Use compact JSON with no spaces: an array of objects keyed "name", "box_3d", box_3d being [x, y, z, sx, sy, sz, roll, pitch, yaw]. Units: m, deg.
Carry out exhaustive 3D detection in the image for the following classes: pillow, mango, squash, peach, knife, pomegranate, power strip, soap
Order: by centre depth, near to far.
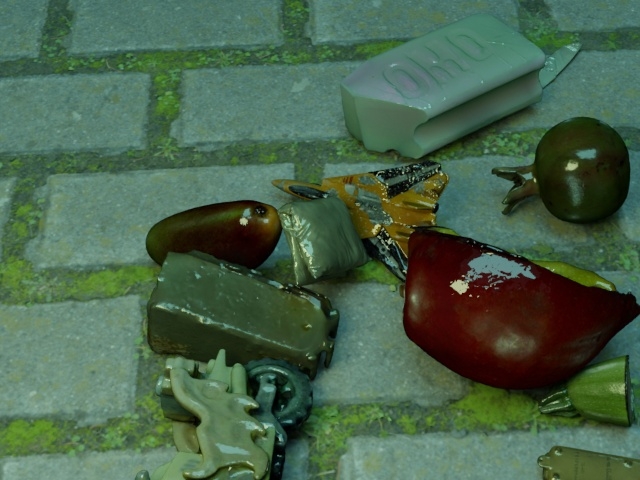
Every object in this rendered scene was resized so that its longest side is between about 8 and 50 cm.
[{"name":"power strip","box_3d":[0.450,0.338,1.374,0.305,0.044,0.064,8,49,10]},{"name":"squash","box_3d":[0.386,0.221,1.458,0.132,0.105,0.105,-5,47,22]},{"name":"peach","box_3d":[0.276,0.113,1.470,0.362,0.258,0.201,16,94,1]},{"name":"pillow","box_3d":[0.000,0.000,1.561,0.078,0.181,0.134,-18,87,28]},{"name":"mango","box_3d":[-0.171,0.004,1.594,0.267,0.133,0.111,-11,56,33]},{"name":"pomegranate","box_3d":[0.406,-0.108,1.682,0.224,0.181,0.181,-14,48,11]},{"name":"soap","box_3d":[0.217,-0.285,1.852,0.347,0.115,0.208,-26,47,-17]},{"name":"knife","box_3d":[0.420,-0.313,1.948,0.047,0.017,0.298,36,59,25]}]

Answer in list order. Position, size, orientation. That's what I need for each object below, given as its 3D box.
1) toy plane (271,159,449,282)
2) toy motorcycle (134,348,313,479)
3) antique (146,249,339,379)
[{"name":"toy plane","box_3d":[0.057,-0.061,1.688,0.316,0.204,0.103,18,10,36]},{"name":"toy motorcycle","box_3d":[-0.150,0.314,1.333,0.237,0.168,0.410,13,45,4]},{"name":"antique","box_3d":[-0.115,0.123,1.524,0.284,0.150,0.125,15,55,3]}]
